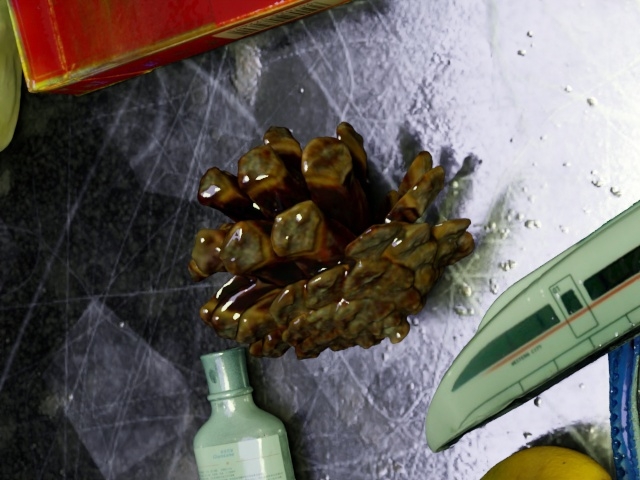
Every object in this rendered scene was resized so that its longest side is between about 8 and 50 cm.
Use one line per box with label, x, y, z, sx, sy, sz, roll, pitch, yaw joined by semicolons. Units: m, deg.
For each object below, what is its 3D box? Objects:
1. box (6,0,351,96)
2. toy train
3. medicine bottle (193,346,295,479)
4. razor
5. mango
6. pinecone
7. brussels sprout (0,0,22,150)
box;-0.135;-0.266;1.271;0.313;0.089;0.197;-15;89;22
toy train;0.222;0.036;1.092;0.407;0.086;0.088;-37;74;28
medicine bottle;-0.068;0.202;1.286;0.090;0.053;0.208;-13;86;24
razor;0.243;0.196;1.163;0.056;0.093;0.324;5;91;-18
mango;0.171;0.217;1.153;0.187;0.066;0.101;-20;60;56
pinecone;-0.001;-0.002;1.165;0.229;0.202;0.201;-28;43;-12
brussels sprout;-0.444;-0.177;1.326;0.328;0.247;0.328;5;108;15
